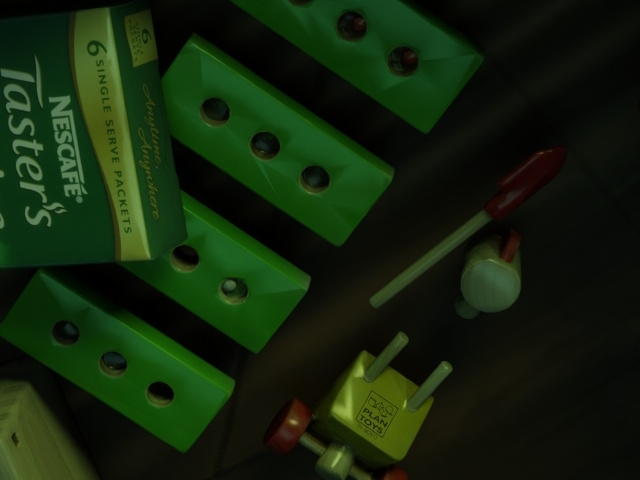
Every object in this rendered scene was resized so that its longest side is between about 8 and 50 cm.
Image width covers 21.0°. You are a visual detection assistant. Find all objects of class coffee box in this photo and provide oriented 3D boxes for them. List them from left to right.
[{"bbox_3d":[-0.154,-0.044,0.760,0.184,0.040,0.113,-2,104,21],"label":"coffee box"}]

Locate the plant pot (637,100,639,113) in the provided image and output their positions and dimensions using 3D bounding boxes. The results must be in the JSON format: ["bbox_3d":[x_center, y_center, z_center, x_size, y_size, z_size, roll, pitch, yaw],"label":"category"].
[{"bbox_3d":[0.232,-0.018,0.684,0.205,0.205,0.188,-36,92,21],"label":"plant pot"}]

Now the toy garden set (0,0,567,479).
[{"bbox_3d":[0.000,0.000,0.793,0.203,0.049,0.244,34,114,-8],"label":"toy garden set"}]

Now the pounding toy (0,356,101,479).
[{"bbox_3d":[-0.194,0.186,0.879,0.181,0.094,0.206,-15,113,13],"label":"pounding toy"}]
